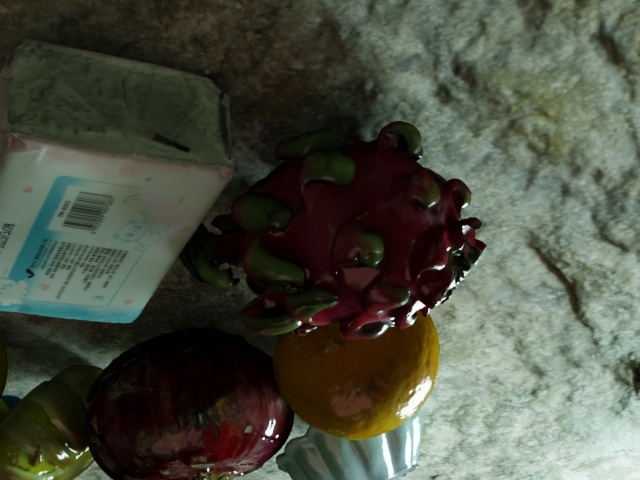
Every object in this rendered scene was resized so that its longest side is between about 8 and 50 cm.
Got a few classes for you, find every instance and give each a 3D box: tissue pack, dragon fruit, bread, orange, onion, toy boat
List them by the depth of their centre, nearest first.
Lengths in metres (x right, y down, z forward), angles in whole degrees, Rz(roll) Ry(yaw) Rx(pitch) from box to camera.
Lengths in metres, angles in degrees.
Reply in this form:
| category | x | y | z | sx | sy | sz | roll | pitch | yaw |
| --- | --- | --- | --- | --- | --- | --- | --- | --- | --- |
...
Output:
| category | x | y | z | sx | sy | sz | roll | pitch | yaw |
| --- | --- | --- | --- | --- | --- | --- | --- | --- | --- |
| tissue pack | -0.217 | -0.039 | 0.880 | 0.202 | 0.124 | 0.271 | 6 | 146 | -30 |
| dragon fruit | 0.007 | 0.006 | 0.885 | 0.273 | 0.218 | 0.198 | -34 | 90 | 46 |
| orange | 0.039 | 0.122 | 1.031 | 0.178 | 0.177 | 0.155 | -5 | 153 | 15 |
| onion | -0.154 | 0.199 | 1.150 | 0.247 | 0.190 | 0.246 | -11 | 153 | -6 |
| toy boat | 0.047 | 0.265 | 1.215 | 0.200 | 0.100 | 0.290 | -24 | 163 | -12 |
| bread | -0.332 | 0.249 | 1.224 | 0.105 | 0.213 | 0.213 | 42 | 139 | 5 |

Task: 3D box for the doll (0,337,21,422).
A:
| category | x | y | z | sx | sy | sz | roll | pitch | yaw |
| --- | --- | --- | --- | --- | --- | --- | --- | --- | --- |
| doll | -0.461 | 0.174 | 1.229 | 0.199 | 0.145 | 0.363 | 43 | 157 | 18 |
